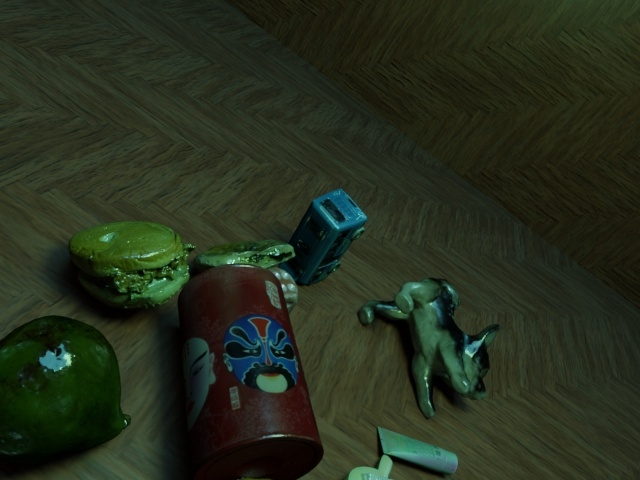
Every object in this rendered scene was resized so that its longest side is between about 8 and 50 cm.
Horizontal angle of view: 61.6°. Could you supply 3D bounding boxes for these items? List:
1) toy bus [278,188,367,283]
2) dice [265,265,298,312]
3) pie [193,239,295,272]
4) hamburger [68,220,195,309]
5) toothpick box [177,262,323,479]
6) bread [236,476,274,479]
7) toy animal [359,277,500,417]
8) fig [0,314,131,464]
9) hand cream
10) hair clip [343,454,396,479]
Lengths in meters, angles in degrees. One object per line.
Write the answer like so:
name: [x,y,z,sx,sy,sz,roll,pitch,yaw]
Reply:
toy bus: [0.000,0.000,1.304,0.134,0.246,0.113,-23,65,-42]
dice: [-0.112,0.117,1.178,0.093,0.091,0.094,2,47,-43]
pie: [-0.175,0.035,1.180,0.218,0.185,0.052,-16,102,-41]
hamburger: [-0.353,0.039,0.988,0.215,0.122,0.189,17,31,28]
toothpick box: [-0.131,0.226,0.915,0.204,0.204,0.333,15,37,-32]
bread: [-0.081,0.431,0.793,0.191,0.114,0.132,27,30,-26]
toy animal: [0.315,0.239,1.354,0.303,0.194,0.344,-9,59,-43]
fig: [-0.350,0.216,0.735,0.245,0.195,0.195,47,24,-31]
hand cream: [0.201,0.440,1.120,0.174,0.047,0.076,24,18,-14]
hair clip: [0.132,0.461,0.995,0.219,0.071,0.159,19,25,-24]
